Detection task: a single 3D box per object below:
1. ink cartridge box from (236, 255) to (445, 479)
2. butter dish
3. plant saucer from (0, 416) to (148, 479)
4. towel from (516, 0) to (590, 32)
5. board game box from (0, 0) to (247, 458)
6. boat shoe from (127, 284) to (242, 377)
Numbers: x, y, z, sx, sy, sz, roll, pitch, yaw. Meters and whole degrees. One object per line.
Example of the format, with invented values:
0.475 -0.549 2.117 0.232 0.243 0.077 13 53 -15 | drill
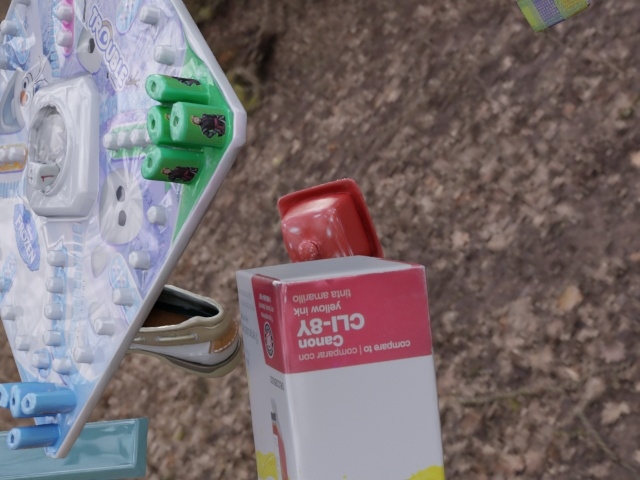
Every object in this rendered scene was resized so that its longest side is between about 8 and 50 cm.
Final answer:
0.020 0.218 1.199 0.279 0.160 0.385 -177 81 -77 | ink cartridge box
0.000 0.000 1.793 0.160 0.160 0.118 -13 16 29 | butter dish
-0.281 0.228 1.193 0.018 0.192 0.067 69 -164 -58 | plant saucer
0.267 -0.280 1.276 0.083 0.060 0.009 -26 9 47 | towel
-0.233 -0.080 0.947 0.390 0.050 0.390 -57 47 33 | board game box
-0.248 0.091 1.460 0.103 0.302 0.113 85 -161 -46 | boat shoe
